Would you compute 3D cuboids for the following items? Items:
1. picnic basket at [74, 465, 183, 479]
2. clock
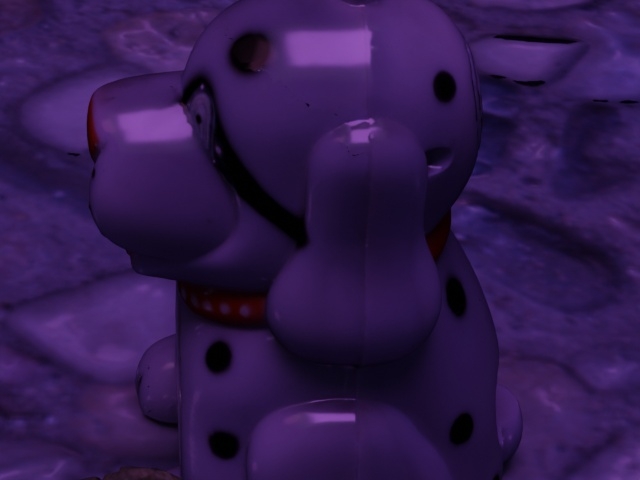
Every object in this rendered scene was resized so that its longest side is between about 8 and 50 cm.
[{"bbox_3d":[-0.072,0.188,0.557,0.154,0.134,0.196,-14,39,-16],"label":"picnic basket"},{"bbox_3d":[-0.003,0.003,0.716,0.189,0.254,0.189,-2,38,1],"label":"clock"}]
